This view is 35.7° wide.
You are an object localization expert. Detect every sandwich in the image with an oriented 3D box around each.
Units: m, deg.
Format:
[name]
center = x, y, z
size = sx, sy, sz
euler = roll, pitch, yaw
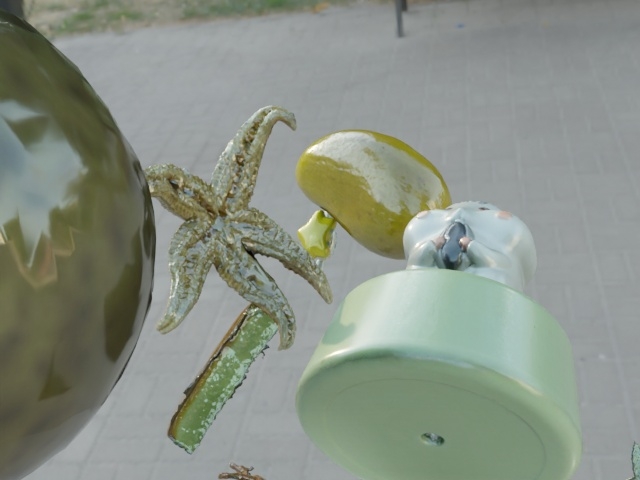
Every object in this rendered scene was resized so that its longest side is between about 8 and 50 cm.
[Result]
[sandwich]
center = -0.134, 0.172, 1.472
size = 0.063, 0.245, 0.212
euler = 35, 8, -5

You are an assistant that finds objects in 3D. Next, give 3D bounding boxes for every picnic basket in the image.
[picnic basket]
center = 0.360, 0.259, 1.088
size = 0.083, 0.083, 0.065
euler = -39, -8, 22

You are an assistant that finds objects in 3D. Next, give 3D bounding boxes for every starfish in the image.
[starfish]
center = -0.115, -0.023, 1.262
size = 0.375, 0.327, 0.094
euler = 22, -17, -39

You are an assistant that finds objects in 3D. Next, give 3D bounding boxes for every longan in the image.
[longan]
center = -0.311, 0.006, 0.722
size = 0.391, 0.391, 0.391
euler = -7, 28, 4

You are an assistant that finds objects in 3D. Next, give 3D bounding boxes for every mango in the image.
[mango]
center = 0.092, -0.093, 1.715
size = 0.332, 0.195, 0.142
euler = 38, 32, 31

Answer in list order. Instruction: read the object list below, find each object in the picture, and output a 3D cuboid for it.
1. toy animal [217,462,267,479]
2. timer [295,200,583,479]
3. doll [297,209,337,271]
[toy animal]
center = -0.149, 0.516, 2.084
size = 0.224, 0.066, 0.230
euler = 23, -3, 31
[timer]
center = 0.149, 0.085, 1.084
size = 0.291, 0.290, 0.315
euler = 2, 50, 20
[doll]
center = -0.002, 0.008, 1.841
size = 0.071, 0.135, 0.113
euler = 10, 13, 18
